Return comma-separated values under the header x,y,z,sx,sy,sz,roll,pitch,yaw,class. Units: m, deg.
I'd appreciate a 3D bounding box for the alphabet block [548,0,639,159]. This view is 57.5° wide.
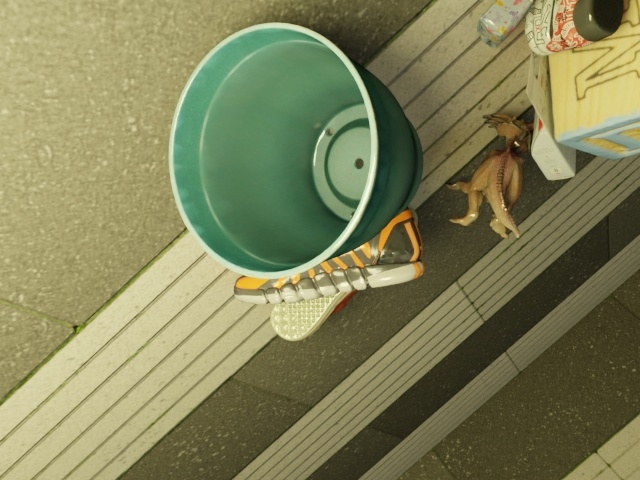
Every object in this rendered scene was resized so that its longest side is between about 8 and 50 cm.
x,y,z,sx,sy,sz,roll,pitch,yaw,class
0.502,-0.259,0.937,0.192,0.197,0.193,6,169,-37,alphabet block

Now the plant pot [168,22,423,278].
x,y,z,sx,sy,sz,roll,pitch,yaw,class
-0.001,-0.100,0.732,0.271,0.272,0.255,-55,158,21,plant pot

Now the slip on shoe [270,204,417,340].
x,y,z,sx,sy,sz,roll,pitch,yaw,class
0.043,0.051,1.068,0.331,0.123,0.101,-46,169,9,slip on shoe

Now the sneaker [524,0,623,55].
x,y,z,sx,sy,sz,roll,pitch,yaw,class
0.391,-0.412,0.884,0.090,0.145,0.270,19,81,-23,sneaker

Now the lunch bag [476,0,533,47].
x,y,z,sx,sy,sz,roll,pitch,yaw,class
0.276,-0.337,0.887,0.071,0.053,0.083,-48,170,10,lunch bag

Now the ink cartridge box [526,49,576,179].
x,y,z,sx,sy,sz,roll,pitch,yaw,class
0.385,-0.244,1.012,0.232,0.066,0.189,35,58,-37,ink cartridge box

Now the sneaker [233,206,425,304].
x,y,z,sx,sy,sz,roll,pitch,yaw,class
0.000,0.000,0.959,0.321,0.180,0.124,-12,180,11,sneaker

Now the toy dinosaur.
x,y,z,sx,sy,sz,roll,pitch,yaw,class
0.322,-0.127,1.037,0.295,0.127,0.200,-64,178,-60,toy dinosaur
